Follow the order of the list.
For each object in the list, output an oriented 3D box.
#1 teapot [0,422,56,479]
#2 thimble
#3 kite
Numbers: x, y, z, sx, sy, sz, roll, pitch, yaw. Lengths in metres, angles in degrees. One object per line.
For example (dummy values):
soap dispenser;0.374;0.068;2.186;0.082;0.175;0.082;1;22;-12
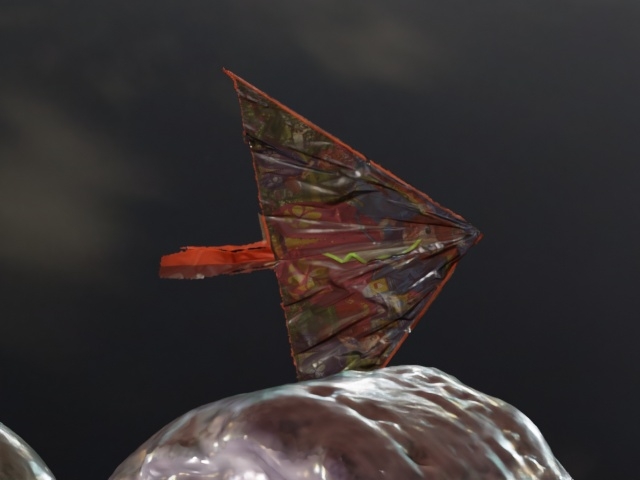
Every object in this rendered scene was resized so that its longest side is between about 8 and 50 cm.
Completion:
teapot;-0.267;0.220;0.901;0.183;0.184;0.251;15;-135;22
thimble;0.004;0.109;0.408;0.150;0.150;0.097;26;-164;38
kite;0.000;0.000;0.869;0.189;0.009;0.232;-7;-111;-10
